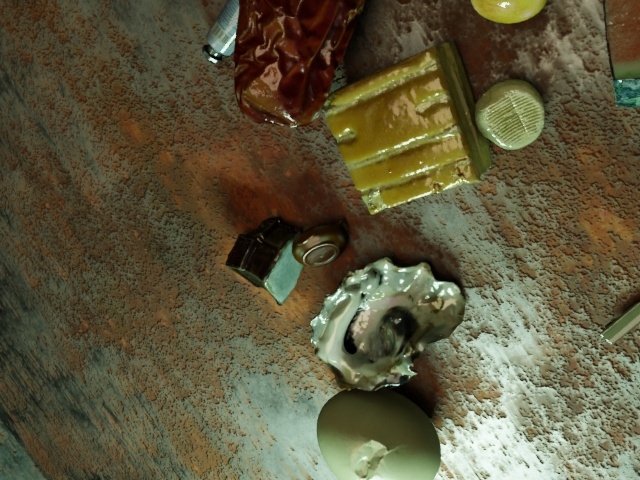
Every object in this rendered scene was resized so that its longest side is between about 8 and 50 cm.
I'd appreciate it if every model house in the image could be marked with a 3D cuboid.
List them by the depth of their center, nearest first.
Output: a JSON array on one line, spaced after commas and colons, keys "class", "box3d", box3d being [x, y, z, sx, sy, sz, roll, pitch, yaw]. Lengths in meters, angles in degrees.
[{"class": "model house", "box3d": [-0.120, 0.030, 1.409, 0.152, 0.106, 0.165, 27, 87, 29]}]

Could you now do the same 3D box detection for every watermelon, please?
[{"class": "watermelon", "box3d": [0.500, -0.312, 0.885, 0.226, 0.148, 0.318, 46, 124, 12]}]

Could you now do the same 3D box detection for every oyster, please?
[{"class": "oyster", "box3d": [0.114, 0.178, 1.322, 0.238, 0.115, 0.351, 40, 119, 12]}]

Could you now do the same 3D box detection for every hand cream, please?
[{"class": "hand cream", "box3d": [-0.130, -0.438, 1.214, 0.091, 0.058, 0.271, 40, 123, -9]}]

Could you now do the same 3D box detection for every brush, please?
[{"class": "brush", "box3d": [0.555, 0.107, 1.113, 0.034, 0.027, 0.190, 40, 118, 2]}]

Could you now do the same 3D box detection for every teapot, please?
[{"class": "teapot", "box3d": [0.000, 0.000, 1.338, 0.129, 0.078, 0.098, -32, 136, 23]}]

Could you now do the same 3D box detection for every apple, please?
[{"class": "apple", "box3d": [0.272, -0.395, 0.960, 0.146, 0.146, 0.146, 12, 117, 24]}]

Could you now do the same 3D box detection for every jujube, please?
[{"class": "jujube", "box3d": [-0.042, -0.354, 1.078, 0.216, 0.216, 0.342, 20, 103, 19]}]

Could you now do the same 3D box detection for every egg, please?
[{"class": "egg", "box3d": [0.120, 0.420, 1.373, 0.269, 0.219, 0.219, 23, 121, 17]}]

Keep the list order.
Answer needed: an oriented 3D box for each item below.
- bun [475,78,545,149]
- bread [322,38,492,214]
[{"class": "bun", "box3d": [0.309, -0.207, 1.073, 0.115, 0.069, 0.115, 3, 118, 5]}, {"class": "bread", "box3d": [0.146, -0.187, 1.144, 0.246, 0.111, 0.239, -14, 103, 34]}]
